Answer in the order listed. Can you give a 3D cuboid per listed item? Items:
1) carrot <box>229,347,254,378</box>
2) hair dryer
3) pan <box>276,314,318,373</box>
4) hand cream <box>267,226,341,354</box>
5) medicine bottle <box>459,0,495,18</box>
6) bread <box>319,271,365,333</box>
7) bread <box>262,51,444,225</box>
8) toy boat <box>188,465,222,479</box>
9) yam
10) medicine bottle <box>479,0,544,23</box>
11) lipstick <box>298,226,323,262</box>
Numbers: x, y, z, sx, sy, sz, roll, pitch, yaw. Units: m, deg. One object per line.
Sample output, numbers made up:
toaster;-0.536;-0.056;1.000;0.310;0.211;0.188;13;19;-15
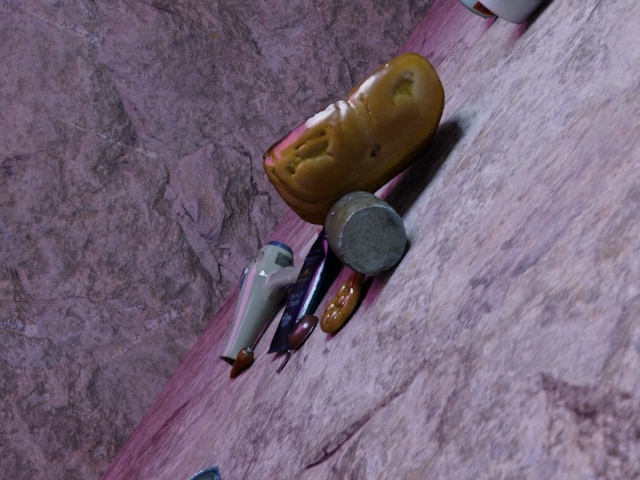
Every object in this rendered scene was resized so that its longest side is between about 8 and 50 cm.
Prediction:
carrot;-0.167;0.258;1.627;0.035;0.035;0.142;-59;2;-37
hair dryer;-0.121;0.148;1.676;0.295;0.119;0.298;-61;20;-4
pan;-0.046;0.168;1.278;0.115;0.023;0.068;-54;8;-6
hand cream;-0.017;0.087;1.406;0.270;0.061;0.120;-64;16;-21
medicine bottle;0.386;-0.595;1.626;0.225;0.139;0.139;-48;9;43
bread;0.034;0.089;1.125;0.110;0.024;0.110;-54;6;8
bread;0.079;-0.156;1.303;0.328;0.148;0.337;-34;-5;2
toy boat;-0.170;0.359;1.025;0.140;0.059;0.066;-59;-4;-43
yam;0.063;-0.011;1.099;0.107;0.107;0.194;-53;8;5
medicine bottle;0.362;-0.497;1.256;0.254;0.152;0.152;-49;9;37
lipstick;0.000;0.000;1.728;0.130;0.038;0.038;-49;9;36
